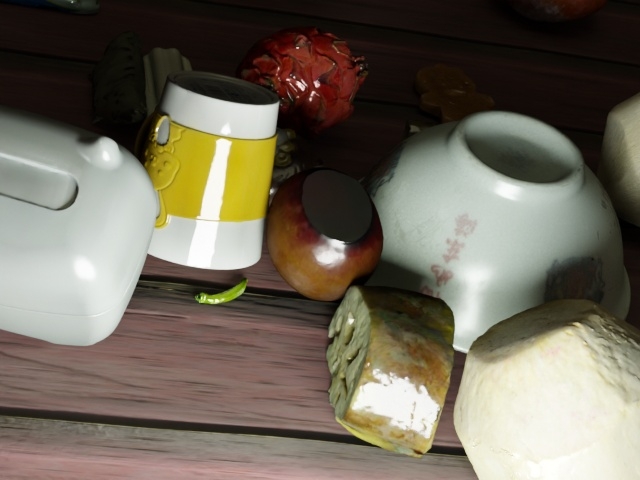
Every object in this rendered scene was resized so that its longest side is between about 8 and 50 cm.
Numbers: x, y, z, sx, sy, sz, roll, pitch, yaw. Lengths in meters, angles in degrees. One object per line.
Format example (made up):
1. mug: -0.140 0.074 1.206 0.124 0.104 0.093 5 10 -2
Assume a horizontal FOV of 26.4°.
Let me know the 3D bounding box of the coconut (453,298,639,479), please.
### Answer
1. coconut: 0.280 0.205 1.532 0.259 0.259 0.259 10 37 -7

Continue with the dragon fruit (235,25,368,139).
1. dragon fruit: -0.035 -0.231 2.018 0.209 0.172 0.172 -14 45 -32

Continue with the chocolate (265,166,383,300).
1. chocolate: 0.000 0.000 1.733 0.176 0.177 0.177 10 37 -7

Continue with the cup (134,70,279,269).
1. cup: -0.163 -0.100 1.747 0.185 0.226 0.241 -5 27 -44

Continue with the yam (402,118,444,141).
1. yam: 0.251 -0.139 2.088 0.252 0.061 0.061 10 37 -8

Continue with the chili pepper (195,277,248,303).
1. chili pepper: -0.121 0.064 1.729 0.083 0.017 0.030 -16 45 -34

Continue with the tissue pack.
1. tissue pack: -0.362 -0.031 1.555 0.333 0.236 0.229 15 59 1

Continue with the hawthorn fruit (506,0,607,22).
1. hawthorn fruit: 0.448 -0.526 2.527 0.231 0.263 0.235 36 8 -7

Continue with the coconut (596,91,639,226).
1. coconut: 0.531 -0.120 2.017 0.237 0.266 0.237 41 28 -27

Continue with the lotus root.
1. lotus root: 0.085 0.136 1.628 0.119 0.138 0.235 17 31 -14

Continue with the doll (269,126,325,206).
1. doll: -0.091 -0.101 1.896 0.188 0.096 0.145 -12 36 -17

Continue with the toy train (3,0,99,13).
1. toy train: -0.470 -0.409 2.189 0.233 0.051 0.052 8 42 -9

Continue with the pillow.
1. pillow: -0.302 -0.231 2.010 0.093 0.051 0.241 -27 40 10

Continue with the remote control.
1. remote control: -0.222 -0.208 2.019 0.090 0.049 0.230 1 40 -14

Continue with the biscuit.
1. biscuit: 0.213 -0.230 2.218 0.133 0.027 0.184 -12 43 -30

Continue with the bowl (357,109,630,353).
1. bowl: 0.244 -0.050 1.858 0.434 0.196 0.435 9 38 -7
